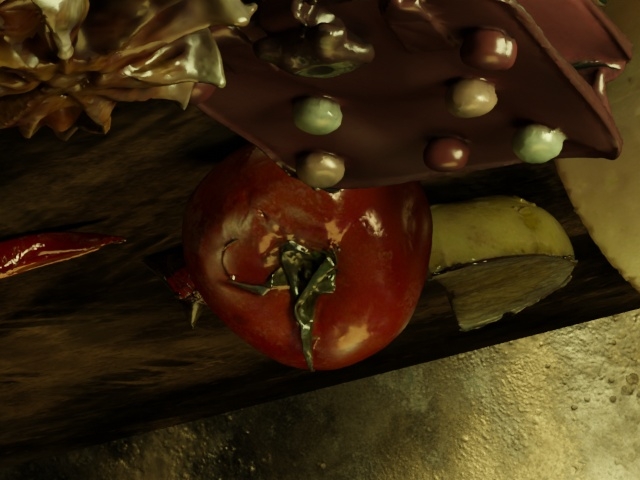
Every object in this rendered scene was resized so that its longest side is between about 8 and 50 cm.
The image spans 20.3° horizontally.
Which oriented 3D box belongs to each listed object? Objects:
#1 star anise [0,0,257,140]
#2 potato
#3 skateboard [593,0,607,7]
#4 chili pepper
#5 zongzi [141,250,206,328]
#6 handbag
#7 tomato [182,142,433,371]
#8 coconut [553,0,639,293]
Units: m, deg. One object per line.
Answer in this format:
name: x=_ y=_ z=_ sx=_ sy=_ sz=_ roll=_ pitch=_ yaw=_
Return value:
star anise: x=-0.139 y=-0.101 z=0.759 sx=0.214 sy=0.099 sz=0.220 roll=14 pitch=159 yaw=-40
potato: x=0.166 y=0.002 z=1.698 sx=0.138 sy=0.098 sz=0.243 roll=-19 pitch=163 yaw=6
skateboard: x=0.125 y=-0.157 z=0.905 sx=0.080 sy=0.067 sz=0.151 roll=-25 pitch=164 yaw=9
chili pepper: x=-0.240 y=0.013 z=1.400 sx=0.178 sy=0.027 sz=0.045 roll=-13 pitch=174 yaw=-6
zongzi: x=-0.111 y=0.041 z=1.605 sx=0.083 sy=0.073 sz=0.067 roll=-15 pitch=-172 yaw=12
handbag: x=0.036 y=-0.089 z=0.895 sx=0.203 sy=0.074 sz=0.216 roll=-5 pitch=163 yaw=27
tomato: x=0.000 y=0.000 z=1.270 sx=0.187 sy=0.187 sz=0.151 roll=-17 pitch=-167 yaw=18
coconut: x=0.248 y=-0.069 z=1.044 sx=0.239 sy=0.239 sz=0.244 roll=-6 pitch=166 yaw=-36
